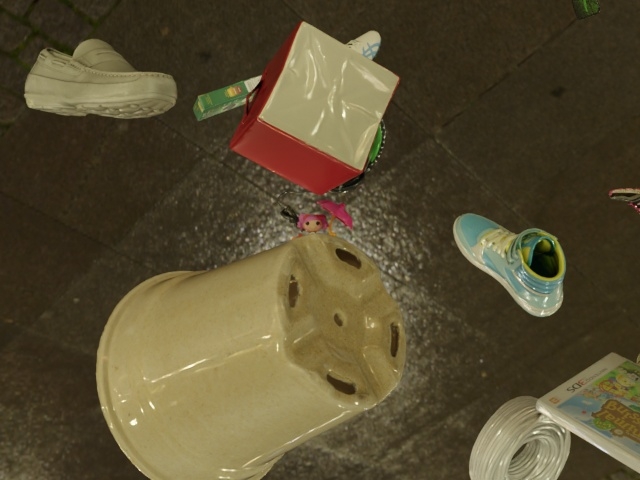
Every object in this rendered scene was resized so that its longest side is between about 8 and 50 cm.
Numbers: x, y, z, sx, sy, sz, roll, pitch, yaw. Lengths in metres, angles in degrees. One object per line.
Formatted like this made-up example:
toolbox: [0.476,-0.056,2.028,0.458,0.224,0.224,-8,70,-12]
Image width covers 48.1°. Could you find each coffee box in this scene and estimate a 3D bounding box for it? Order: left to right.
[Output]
coffee box: [-0.230,-0.365,1.831,0.184,0.113,0.040,-24,92,-16]

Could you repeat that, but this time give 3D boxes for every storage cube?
storage cube: [-0.011,-0.208,1.183,0.215,0.183,0.193,27,165,-14]

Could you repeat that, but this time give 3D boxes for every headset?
headset: [0.034,-0.206,1.981,0.394,0.185,0.243,-49,132,2]

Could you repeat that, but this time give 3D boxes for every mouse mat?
mouse mat: [0.558,-0.577,1.561,0.007,0.152,0.189,-18,99,6]

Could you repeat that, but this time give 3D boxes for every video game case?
video game case: [0.462,0.251,1.048,0.194,0.212,0.023,-21,121,-31]

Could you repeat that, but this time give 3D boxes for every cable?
cable: [0.444,0.474,1.601,0.257,0.089,0.257,-26,121,-18]

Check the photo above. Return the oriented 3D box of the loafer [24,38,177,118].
loafer: [-0.328,-0.239,1.048,0.112,0.320,0.111,3,96,-54]

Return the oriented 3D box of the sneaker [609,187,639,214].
sneaker: [0.766,-0.079,1.694,0.171,0.063,0.074,13,96,8]

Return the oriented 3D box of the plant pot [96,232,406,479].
plant pot: [-0.070,0.144,0.950,0.334,0.333,0.306,27,140,-33]

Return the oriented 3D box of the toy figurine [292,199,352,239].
toy figurine: [0.000,0.000,1.400,0.173,0.159,0.130,-1,167,5]

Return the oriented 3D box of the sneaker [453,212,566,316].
sneaker: [0.431,0.008,1.618,0.127,0.319,0.208,-38,152,-15]

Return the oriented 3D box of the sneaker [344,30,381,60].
sneaker: [0.058,-0.453,1.785,0.237,0.085,0.086,-41,129,-13]

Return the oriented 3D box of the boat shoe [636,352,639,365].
boat shoe: [0.578,0.193,1.171,0.050,0.045,0.135,52,138,1]
